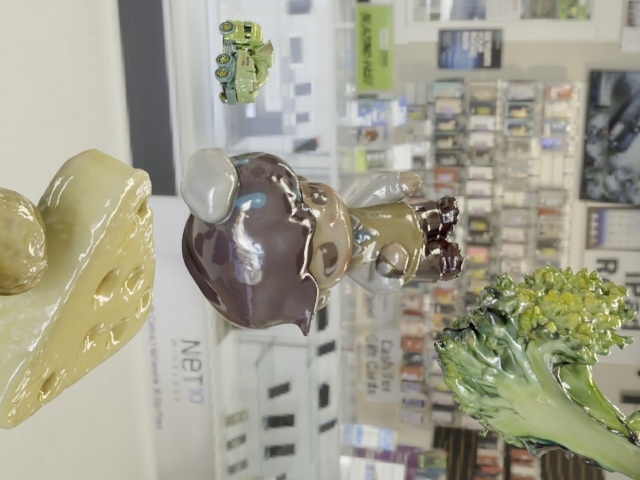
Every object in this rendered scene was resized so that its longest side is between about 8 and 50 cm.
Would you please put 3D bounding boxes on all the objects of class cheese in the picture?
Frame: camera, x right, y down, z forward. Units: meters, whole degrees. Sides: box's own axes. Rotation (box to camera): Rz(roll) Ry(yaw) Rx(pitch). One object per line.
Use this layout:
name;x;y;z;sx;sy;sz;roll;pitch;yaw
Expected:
cheese;-0.345;0.076;1.261;0.383;0.104;0.384;-60;168;-20

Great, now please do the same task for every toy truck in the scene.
toy truck;-0.154;-0.368;1.792;0.085;0.116;0.191;89;1;-58

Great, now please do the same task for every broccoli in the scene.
broccoli;0.284;0.136;0.983;0.180;0.273;0.242;-44;144;-36

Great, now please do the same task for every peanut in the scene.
peanut;-0.392;-0.027;0.974;0.236;0.120;0.110;63;37;-48

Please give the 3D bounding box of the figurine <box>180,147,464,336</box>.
figurine;0.011;0.002;1.054;0.206;0.365;0.217;-169;-101;-78
